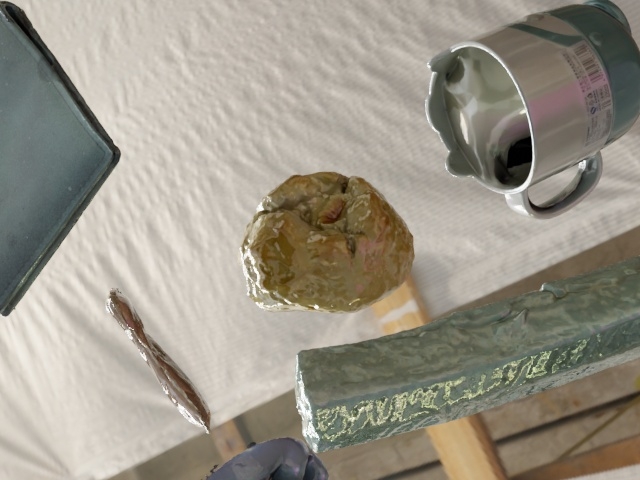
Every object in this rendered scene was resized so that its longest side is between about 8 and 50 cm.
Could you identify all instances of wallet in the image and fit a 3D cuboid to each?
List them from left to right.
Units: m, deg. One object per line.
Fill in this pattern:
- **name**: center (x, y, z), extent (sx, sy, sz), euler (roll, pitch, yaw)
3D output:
- **wallet**: center (-0.358, -0.097, 1.145), extent (0.251, 0.054, 0.290), euler (-53, -125, 20)

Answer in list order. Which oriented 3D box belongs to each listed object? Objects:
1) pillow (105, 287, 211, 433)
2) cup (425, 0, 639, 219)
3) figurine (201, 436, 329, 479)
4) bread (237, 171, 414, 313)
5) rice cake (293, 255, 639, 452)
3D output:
- **pillow**: center (-0.198, 0.147, 1.248), extent (0.034, 0.135, 0.211), euler (-36, -84, -4)
- **cup**: center (0.313, -0.173, 1.413), extent (0.219, 0.257, 0.290), euler (25, -45, 56)
- **figurine**: center (0.021, 0.352, 0.754), extent (0.388, 0.248, 0.277), euler (40, -31, 32)
- **bread**: center (0.000, 0.000, 1.366), extent (0.244, 0.244, 0.134), euler (22, -40, 30)
- **rice cake**: center (0.106, 0.043, 0.466), extent (0.042, 0.245, 0.045), euler (-118, -164, -45)
